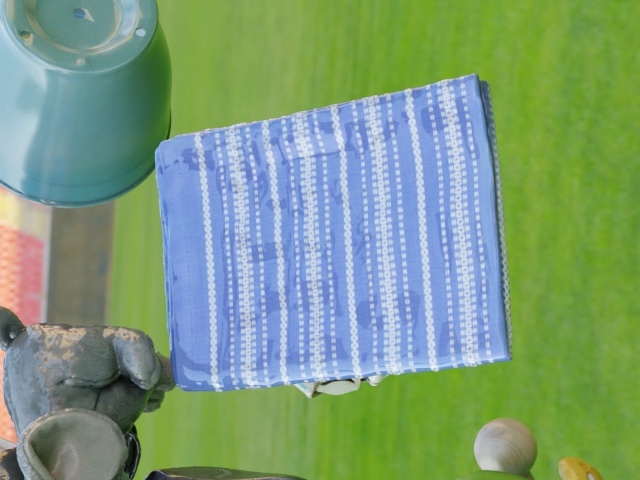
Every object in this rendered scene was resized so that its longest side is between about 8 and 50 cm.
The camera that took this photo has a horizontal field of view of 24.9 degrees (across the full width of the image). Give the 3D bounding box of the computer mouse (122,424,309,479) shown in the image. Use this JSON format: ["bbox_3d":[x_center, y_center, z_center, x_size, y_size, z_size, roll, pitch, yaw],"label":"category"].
[{"bbox_3d":[-0.104,0.274,1.434,0.072,0.272,0.189,-30,-51,-89],"label":"computer mouse"}]

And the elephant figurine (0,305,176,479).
[{"bbox_3d":[-0.217,0.200,1.278,0.169,0.185,0.239,72,-157,-54],"label":"elephant figurine"}]

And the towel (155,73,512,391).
[{"bbox_3d":[0.000,0.000,1.251,0.040,0.336,0.243,10,-106,-58],"label":"towel"}]

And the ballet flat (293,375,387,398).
[{"bbox_3d":[0.042,0.150,1.659,0.052,0.168,0.057,48,137,39],"label":"ballet flat"}]

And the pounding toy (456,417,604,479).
[{"bbox_3d":[0.197,0.226,1.116,0.183,0.110,0.237,53,-165,-7],"label":"pounding toy"}]

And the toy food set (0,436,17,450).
[{"bbox_3d":[-0.395,0.282,1.393,0.092,0.306,0.220,8,-80,-71],"label":"toy food set"}]

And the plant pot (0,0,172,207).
[{"bbox_3d":[-0.300,-0.217,1.772,0.255,0.271,0.272,119,153,-61],"label":"plant pot"}]
